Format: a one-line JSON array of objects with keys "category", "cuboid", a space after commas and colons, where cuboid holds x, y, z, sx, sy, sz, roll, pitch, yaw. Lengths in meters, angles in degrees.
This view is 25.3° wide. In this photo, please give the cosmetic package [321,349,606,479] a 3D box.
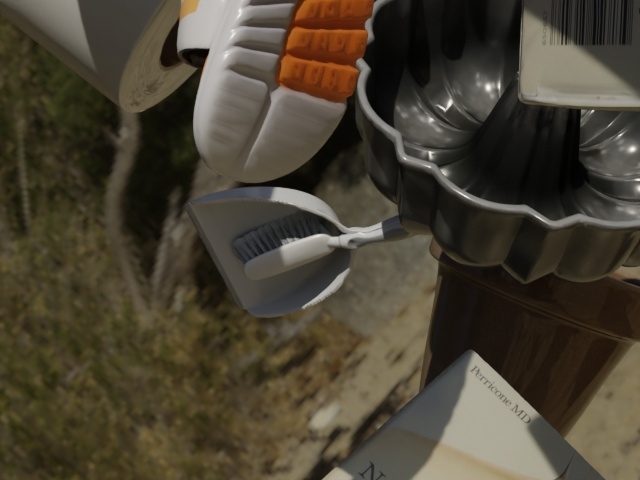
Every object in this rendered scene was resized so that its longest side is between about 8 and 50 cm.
[{"category": "cosmetic package", "cuboid": [0.045, 0.234, 0.977, 0.309, 0.160, 0.113, -39, -14, -33]}]

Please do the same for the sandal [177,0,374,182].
[{"category": "sandal", "cuboid": [-0.019, -0.156, 0.726, 0.102, 0.076, 0.265, 28, -104, -53]}]

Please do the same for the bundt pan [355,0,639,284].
[{"category": "bundt pan", "cuboid": [0.178, -0.090, 1.205, 0.331, 0.331, 0.124, -47, -21, -39]}]

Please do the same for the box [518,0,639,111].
[{"category": "box", "cuboid": [0.233, -0.104, 0.661, 0.113, 0.275, 0.094, 15, 104, 62]}]

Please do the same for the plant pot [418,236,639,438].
[{"category": "plant pot", "cuboid": [0.213, 0.113, 1.529, 0.263, 0.263, 0.229, -25, -43, -83]}]

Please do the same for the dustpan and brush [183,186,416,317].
[{"category": "dustpan and brush", "cuboid": [0.000, 0.000, 1.281, 0.211, 0.147, 0.060, -19, 36, 9]}]

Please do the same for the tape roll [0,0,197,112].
[{"category": "tape roll", "cuboid": [-0.185, -0.273, 1.441, 0.246, 0.169, 0.246, -50, -7, -9]}]
